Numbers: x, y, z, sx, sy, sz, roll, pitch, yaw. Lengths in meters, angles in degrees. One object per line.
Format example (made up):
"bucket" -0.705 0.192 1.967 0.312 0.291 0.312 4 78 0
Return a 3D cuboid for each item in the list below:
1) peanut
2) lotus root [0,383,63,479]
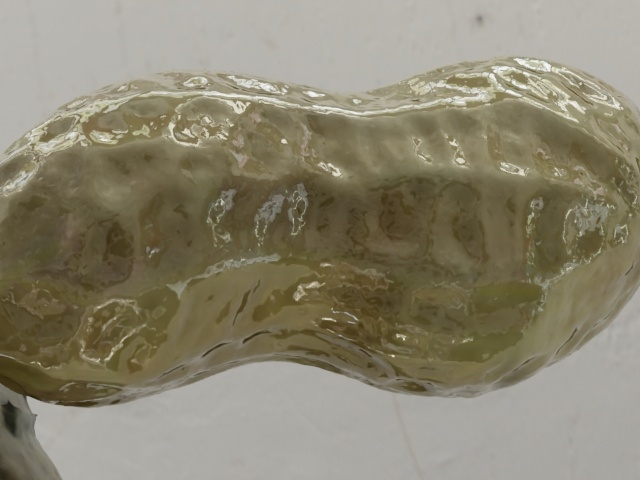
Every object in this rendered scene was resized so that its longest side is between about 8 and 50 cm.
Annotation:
"peanut" 0.000 0.000 0.658 0.298 0.120 0.136 -4 -142 -22
"lotus root" -0.214 0.184 0.695 0.250 0.250 0.346 28 -71 23
